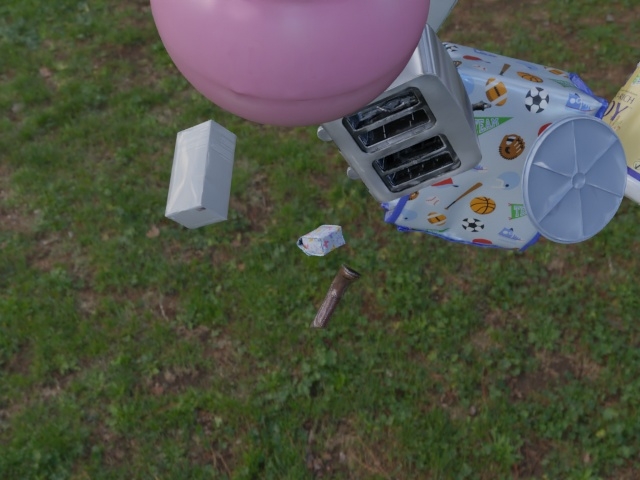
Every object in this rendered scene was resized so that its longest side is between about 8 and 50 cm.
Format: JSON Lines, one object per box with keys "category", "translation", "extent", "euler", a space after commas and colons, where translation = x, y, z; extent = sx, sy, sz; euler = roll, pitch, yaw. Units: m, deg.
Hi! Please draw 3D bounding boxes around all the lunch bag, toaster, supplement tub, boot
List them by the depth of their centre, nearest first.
{"category": "toaster", "translation": [0.097, -0.151, 0.890], "extent": [0.185, 0.168, 0.110], "euler": [-21, 46, 20]}
{"category": "boot", "translation": [0.021, 0.093, 1.164], "extent": [0.037, 0.106, 0.114], "euler": [31, 87, 3]}
{"category": "lunch bag", "translation": [0.325, -0.171, 1.510], "extent": [0.327, 0.386, 0.239], "euler": [11, 30, -7]}
{"category": "supplement tub", "translation": [0.730, -0.244, 1.583], "extent": [0.241, 0.331, 0.241], "euler": [30, 14, -8]}
{"category": "lunch bag", "translation": [0.000, 0.000, 1.615], "extent": [0.071, 0.053, 0.083], "euler": [-29, 24, -37]}

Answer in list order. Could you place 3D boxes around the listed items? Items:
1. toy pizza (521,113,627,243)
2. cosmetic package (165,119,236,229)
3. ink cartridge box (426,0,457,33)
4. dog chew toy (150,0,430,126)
{"category": "toy pizza", "translation": [0.392, -0.095, 1.164], "extent": [0.201, 0.201, 0.032], "euler": [-22, 18, -17]}
{"category": "cosmetic package", "translation": [-0.290, -0.159, 1.818], "extent": [0.127, 0.107, 0.238], "euler": [-11, 66, 35]}
{"category": "ink cartridge box", "translation": [0.073, -0.478, 1.277], "extent": [0.211, 0.121, 0.289], "euler": [-5, 55, -32]}
{"category": "dog chew toy", "translation": [-0.019, -0.226, 0.480], "extent": [0.206, 0.332, 0.207], "euler": [1, 61, -2]}
